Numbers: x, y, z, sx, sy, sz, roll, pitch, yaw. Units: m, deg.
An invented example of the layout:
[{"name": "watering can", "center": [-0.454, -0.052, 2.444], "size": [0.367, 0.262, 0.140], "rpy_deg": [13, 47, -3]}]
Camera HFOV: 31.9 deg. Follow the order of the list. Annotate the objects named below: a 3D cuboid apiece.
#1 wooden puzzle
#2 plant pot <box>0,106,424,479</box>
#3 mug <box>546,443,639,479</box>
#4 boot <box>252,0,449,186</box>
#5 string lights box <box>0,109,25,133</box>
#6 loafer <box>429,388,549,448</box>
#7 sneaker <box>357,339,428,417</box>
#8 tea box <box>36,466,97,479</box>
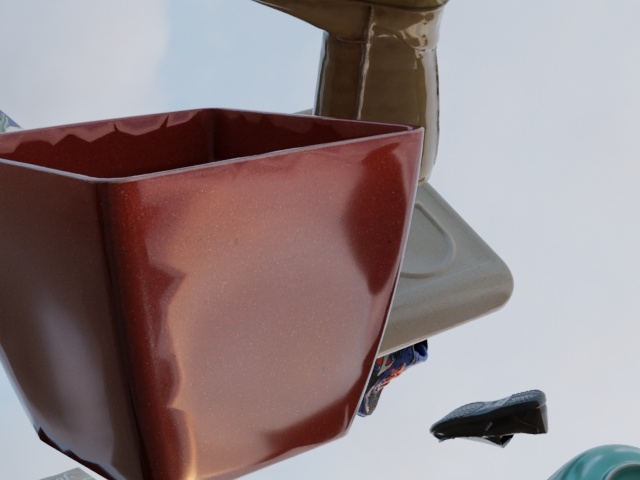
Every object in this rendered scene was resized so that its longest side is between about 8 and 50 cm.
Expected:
[{"name": "wooden puzzle", "center": [0.000, 0.000, 1.291], "size": [0.348, 0.322, 0.080], "rpy_deg": [54, -32, 32]}, {"name": "plant pot", "center": [-0.103, 0.037, 0.830], "size": [0.267, 0.267, 0.236], "rpy_deg": [13, -70, 48]}, {"name": "mug", "center": [0.263, 0.241, 0.939], "size": [0.157, 0.129, 0.097], "rpy_deg": [18, -32, -1]}, {"name": "boot", "center": [0.006, -0.166, 1.064], "size": [0.236, 0.089, 0.269], "rpy_deg": [16, -34, 8]}, {"name": "string lights box", "center": [-0.447, -0.099, 1.491], "size": [0.076, 0.133, 0.260], "rpy_deg": [-6, -21, 15]}, {"name": "loafer", "center": [0.271, 0.302, 1.803], "size": [0.220, 0.080, 0.078], "rpy_deg": [-21, -90, 40]}, {"name": "sneaker", "center": [0.104, 0.161, 1.578], "size": [0.087, 0.083, 0.221], "rpy_deg": [30, -68, 17]}, {"name": "tea box", "center": [-0.327, 0.457, 1.260], "size": [0.323, 0.329, 0.220], "rpy_deg": [22, -67, 40]}]
